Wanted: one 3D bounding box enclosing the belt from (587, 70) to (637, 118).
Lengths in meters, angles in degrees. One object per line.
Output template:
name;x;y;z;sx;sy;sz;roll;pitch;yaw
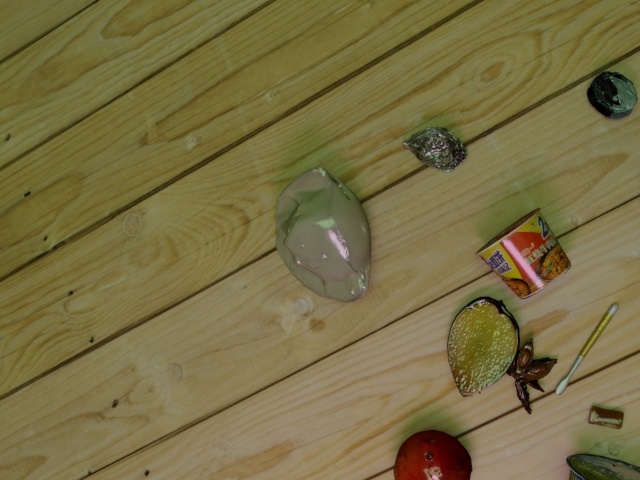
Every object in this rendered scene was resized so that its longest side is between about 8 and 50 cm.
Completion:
belt;0.803;-0.399;1.712;0.105;0.058;0.140;-34;73;2

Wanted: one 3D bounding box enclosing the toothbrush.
toothbrush;0.714;0.292;1.671;0.021;0.024;0.288;34;90;12

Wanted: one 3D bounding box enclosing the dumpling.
dumpling;0.000;0.000;1.815;0.315;0.233;0.395;-24;92;42

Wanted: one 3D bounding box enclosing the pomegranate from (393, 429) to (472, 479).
pomegranate;0.292;0.615;1.645;0.210;0.210;0.235;27;122;15

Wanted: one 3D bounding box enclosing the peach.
peach;0.441;0.294;1.696;0.189;0.068;0.279;19;82;32

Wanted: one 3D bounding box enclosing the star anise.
star anise;0.557;0.342;1.684;0.157;0.053;0.212;-39;72;11

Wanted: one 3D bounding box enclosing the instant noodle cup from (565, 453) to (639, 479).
instant noodle cup;0.704;0.724;1.510;0.284;0.284;0.313;13;95;15

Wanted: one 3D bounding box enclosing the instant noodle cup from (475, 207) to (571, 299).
instant noodle cup;0.548;0.041;1.656;0.213;0.213;0.174;-38;85;7

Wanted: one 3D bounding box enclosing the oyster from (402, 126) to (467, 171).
oyster;0.336;-0.271;1.812;0.177;0.064;0.125;37;108;5

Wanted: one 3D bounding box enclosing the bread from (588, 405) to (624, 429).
bread;0.749;0.465;1.634;0.083;0.036;0.047;8;77;16
